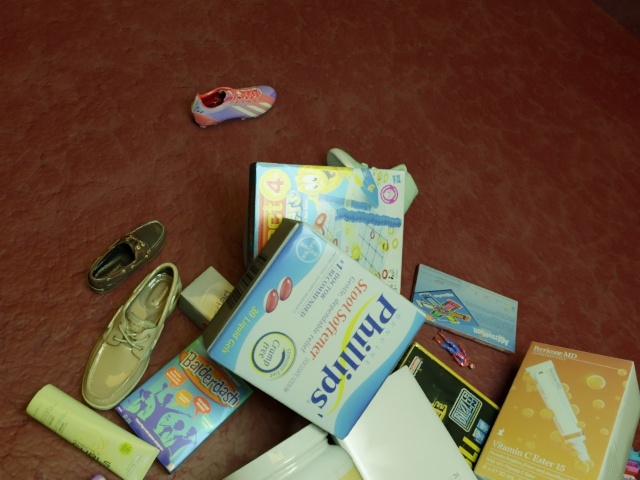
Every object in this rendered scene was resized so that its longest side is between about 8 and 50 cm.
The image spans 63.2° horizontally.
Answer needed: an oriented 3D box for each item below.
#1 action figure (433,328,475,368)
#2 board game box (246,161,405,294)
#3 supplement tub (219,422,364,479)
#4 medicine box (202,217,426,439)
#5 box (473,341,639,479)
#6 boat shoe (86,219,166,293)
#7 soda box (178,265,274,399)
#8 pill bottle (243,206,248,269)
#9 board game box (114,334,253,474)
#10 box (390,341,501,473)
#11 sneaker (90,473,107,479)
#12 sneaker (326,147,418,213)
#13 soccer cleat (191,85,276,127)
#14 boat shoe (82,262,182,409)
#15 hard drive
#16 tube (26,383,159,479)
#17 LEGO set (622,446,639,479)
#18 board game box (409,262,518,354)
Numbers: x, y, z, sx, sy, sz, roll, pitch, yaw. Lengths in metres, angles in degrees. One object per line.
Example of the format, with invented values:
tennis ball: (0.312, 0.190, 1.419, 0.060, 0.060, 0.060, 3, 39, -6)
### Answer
action figure: (0.322, 0.263, 1.237, 0.115, 0.030, 0.038, 44, 54, 5)
board game box: (0.009, 0.006, 1.036, 0.301, 0.086, 0.309, 0, 95, -17)
supplement tub: (-0.007, 0.506, 0.881, 0.240, 0.241, 0.331, -24, 73, -27)
medicine box: (-0.013, 0.148, 0.920, 0.289, 0.149, 0.264, 37, 85, -15)
box: (0.501, 0.411, 1.079, 0.345, 0.214, 0.168, -51, 127, -31)
boat shoe: (-0.403, 0.027, 1.103, 0.073, 0.073, 0.207, 35, 57, 3)
soda box: (-0.161, 0.191, 1.079, 0.286, 0.098, 0.091, 42, 59, 7)
pill bottle: (0.000, 0.000, 1.177, 0.333, 0.188, 0.188, 2, 63, -16)
board game box: (-0.261, 0.313, 1.013, 0.160, 0.047, 0.210, 44, 59, 8)
box: (0.213, 0.421, 1.092, 0.257, 0.079, 0.322, 39, 59, 3)
sneaker: (-0.316, 0.450, 0.866, 0.281, 0.102, 0.161, -24, 66, -9)
sneaker: (0.139, -0.170, 1.363, 0.256, 0.094, 0.151, 45, 65, -3)
soccer cleat: (-0.217, -0.363, 1.350, 0.247, 0.095, 0.083, -23, 72, -26)
boat shoe: (-0.366, 0.177, 1.020, 0.109, 0.098, 0.302, 27, 59, -3)
hard drive: (0.170, 0.433, 1.003, 0.210, 0.040, 0.319, -24, 73, -27)
tube: (-0.409, 0.347, 0.936, 0.240, 0.070, 0.062, 33, 53, 0)
LEGO set: (0.788, 0.550, 1.201, 0.227, 0.093, 0.087, 8, 21, 16)
board game box: (0.358, 0.170, 1.296, 0.281, 0.027, 0.145, 21, 58, -6)
